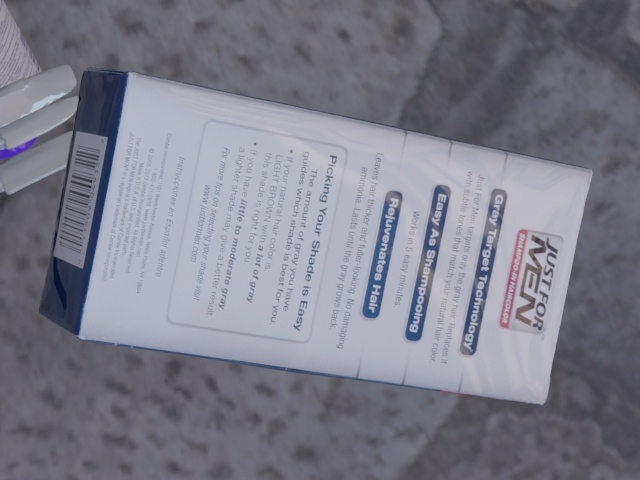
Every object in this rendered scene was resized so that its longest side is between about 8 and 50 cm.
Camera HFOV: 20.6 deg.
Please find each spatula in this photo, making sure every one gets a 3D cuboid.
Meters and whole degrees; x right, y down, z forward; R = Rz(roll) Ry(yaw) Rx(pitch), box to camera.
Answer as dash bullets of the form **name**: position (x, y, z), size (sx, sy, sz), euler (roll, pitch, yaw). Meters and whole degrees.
- **spatula**: position (-0.299, -0.061, 1.426), size (0.242, 0.168, 0.019), euler (-26, 130, -3)

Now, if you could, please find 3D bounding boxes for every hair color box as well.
- **hair color box**: position (0.000, 0.000, 1.199), size (0.347, 0.105, 0.173), euler (10, 93, -25)

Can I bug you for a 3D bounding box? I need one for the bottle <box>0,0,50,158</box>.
- **bottle**: position (-0.343, -0.205, 1.621), size (0.092, 0.118, 0.283), euler (-9, 133, 17)
